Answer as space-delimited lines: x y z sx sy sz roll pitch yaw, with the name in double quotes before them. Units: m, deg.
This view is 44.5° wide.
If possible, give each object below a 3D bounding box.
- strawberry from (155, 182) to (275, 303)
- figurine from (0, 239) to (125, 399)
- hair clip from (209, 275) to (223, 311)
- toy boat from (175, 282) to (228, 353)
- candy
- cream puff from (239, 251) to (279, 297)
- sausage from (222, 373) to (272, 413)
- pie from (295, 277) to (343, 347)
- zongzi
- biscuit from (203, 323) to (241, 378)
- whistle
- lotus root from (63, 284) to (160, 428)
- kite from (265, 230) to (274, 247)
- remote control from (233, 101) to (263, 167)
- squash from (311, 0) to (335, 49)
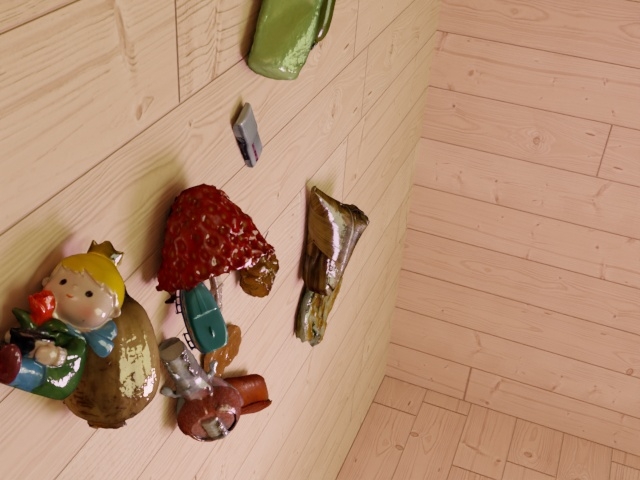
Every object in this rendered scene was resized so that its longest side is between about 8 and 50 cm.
"strawberry" -0.222 -0.010 1.442 0.234 0.234 0.178 -41 113 -63
"figurine" -0.366 0.096 1.097 0.234 0.127 0.185 -62 148 -9
"hair clip" -0.222 0.111 1.661 0.034 0.072 0.226 -49 151 -51
"toy boat" -0.253 0.139 1.567 0.091 0.110 0.175 -23 98 -27
"candy" -0.053 -0.497 1.588 0.142 0.132 0.343 19 -87 63
"cream puff" -0.150 0.076 1.852 0.122 0.094 0.116 -135 -118 -81
"sausage" -0.202 0.387 1.947 0.330 0.102 0.102 28 78 -74
"pie" -0.003 0.195 2.503 0.302 0.067 0.302 16 90 -73
"zongzi" 0.000 0.000 2.250 0.288 0.134 0.286 34 76 -59
"biscuit" -0.233 0.262 1.847 0.184 0.027 0.133 -57 157 -51
"whistle" -0.257 0.325 1.660 0.346 0.142 0.133 73 9 -48
"lotus root" -0.336 0.196 1.242 0.154 0.140 0.257 -7 105 -30
"kite" -0.148 0.079 1.994 0.183 0.010 0.160 83 27 -53
"remote control" -0.151 -0.220 1.666 0.166 0.029 0.065 76 32 -61
"squash" 0.004 -0.565 1.798 0.069 0.069 0.258 -39 141 -64
